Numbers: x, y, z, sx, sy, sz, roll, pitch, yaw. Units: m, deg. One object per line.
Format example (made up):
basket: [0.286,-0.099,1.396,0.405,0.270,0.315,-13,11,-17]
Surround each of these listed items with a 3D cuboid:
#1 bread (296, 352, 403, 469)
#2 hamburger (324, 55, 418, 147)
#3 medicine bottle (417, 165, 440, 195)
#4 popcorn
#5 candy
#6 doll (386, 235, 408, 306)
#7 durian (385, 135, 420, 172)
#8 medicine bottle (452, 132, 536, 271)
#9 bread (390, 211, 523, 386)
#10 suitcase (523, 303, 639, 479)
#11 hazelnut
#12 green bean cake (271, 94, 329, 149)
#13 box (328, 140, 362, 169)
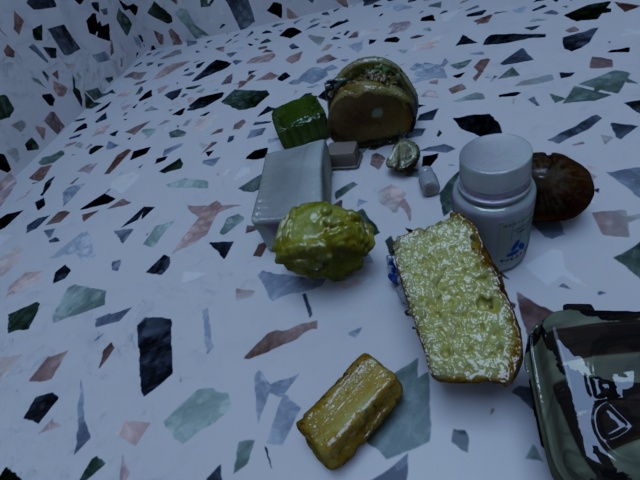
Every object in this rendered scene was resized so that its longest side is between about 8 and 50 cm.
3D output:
bread: [0.059,0.322,0.766,0.211,0.083,0.114,-39,42,-18]
hamburger: [0.169,-0.462,1.357,0.318,0.277,0.195,1,57,14]
medicine bottle: [0.315,-0.175,1.174,0.052,0.052,0.089,-11,45,9]
popcorn: [0.000,0.000,0.999,0.266,0.233,0.192,-27,60,48]
candy: [-0.070,-0.145,1.219,0.208,0.145,0.358,-10,45,12]
doll: [0.211,0.073,0.974,0.114,0.057,0.227,6,41,17]
durian: [0.262,-0.263,1.265,0.110,0.071,0.140,-10,58,17]
medicine bottle: [0.378,-0.077,0.886,0.170,0.293,0.170,-11,45,12]
bread: [0.271,0.133,0.801,0.194,0.179,0.340,-18,59,11]
suitcase: [0.500,0.275,0.582,0.351,0.194,0.339,-2,54,13]
hazelnut: [0.536,-0.136,0.966,0.212,0.181,0.181,16,56,32]
green bean cake: [-0.079,-0.456,1.541,0.200,0.113,0.214,-21,45,-1]
box: [0.075,-0.290,1.363,0.122,0.062,0.089,2,49,20]
